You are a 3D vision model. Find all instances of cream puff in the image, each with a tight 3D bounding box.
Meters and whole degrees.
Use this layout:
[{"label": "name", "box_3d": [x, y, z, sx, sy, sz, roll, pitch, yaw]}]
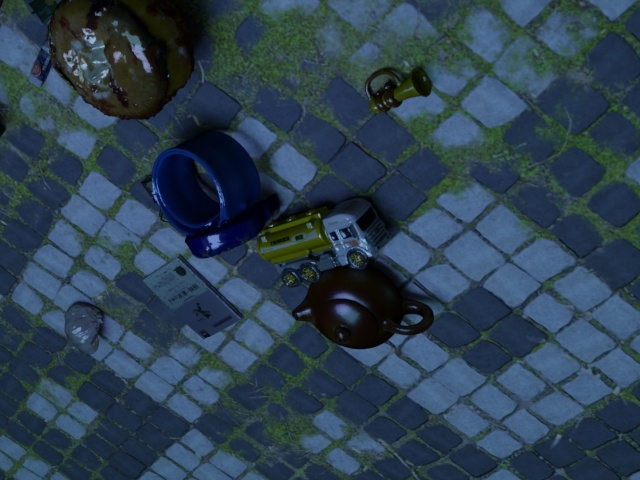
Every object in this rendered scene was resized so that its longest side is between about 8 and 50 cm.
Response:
[{"label": "cream puff", "box_3d": [-0.300, -0.305, 1.527, 0.240, 0.164, 0.240, 22, 135, 24]}]

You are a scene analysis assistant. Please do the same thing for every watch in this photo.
[{"label": "watch", "box_3d": [-0.191, -0.080, 1.681, 0.196, 0.171, 0.200, -14, 106, 34]}]

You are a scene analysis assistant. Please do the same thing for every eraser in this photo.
[{"label": "eraser", "box_3d": [-0.478, -0.305, 1.698, 0.027, 0.019, 0.099, 34, 134, -6]}]

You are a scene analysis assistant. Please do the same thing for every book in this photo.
[{"label": "book", "box_3d": [-0.255, 0.116, 1.955, 0.127, 0.014, 0.182, -30, 111, 38]}]

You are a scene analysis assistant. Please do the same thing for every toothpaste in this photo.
[{"label": "toothpaste", "box_3d": [-0.400, -0.399, 1.578, 0.204, 0.031, 0.049, -16, 119, 35]}]

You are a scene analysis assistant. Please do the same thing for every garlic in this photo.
[{"label": "garlic", "box_3d": [-0.501, 0.188, 2.083, 0.094, 0.074, 0.113, -18, 104, 45]}]

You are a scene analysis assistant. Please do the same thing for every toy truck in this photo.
[{"label": "toy truck", "box_3d": [0.000, 0.000, 1.691, 0.226, 0.098, 0.114, -16, 108, 34]}]

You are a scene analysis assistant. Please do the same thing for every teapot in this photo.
[{"label": "teapot", "box_3d": [0.075, 0.133, 1.748, 0.252, 0.135, 0.178, 7, 134, 19]}]

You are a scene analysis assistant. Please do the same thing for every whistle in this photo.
[{"label": "whistle", "box_3d": [0.108, -0.227, 1.496, 0.109, 0.046, 0.057, -16, 135, 40]}]

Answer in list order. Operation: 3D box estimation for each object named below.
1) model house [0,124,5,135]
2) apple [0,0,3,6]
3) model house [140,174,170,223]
[{"label": "model house", "box_3d": [-0.656, -0.222, 1.766, 0.172, 0.166, 0.183, 3, 115, 2]}, {"label": "apple", "box_3d": [-0.650, -0.424, 1.454, 0.363, 0.364, 0.364, 12, 131, 14]}, {"label": "model house", "box_3d": [-0.285, -0.076, 1.781, 0.058, 0.057, 0.083, -18, 121, 29]}]
